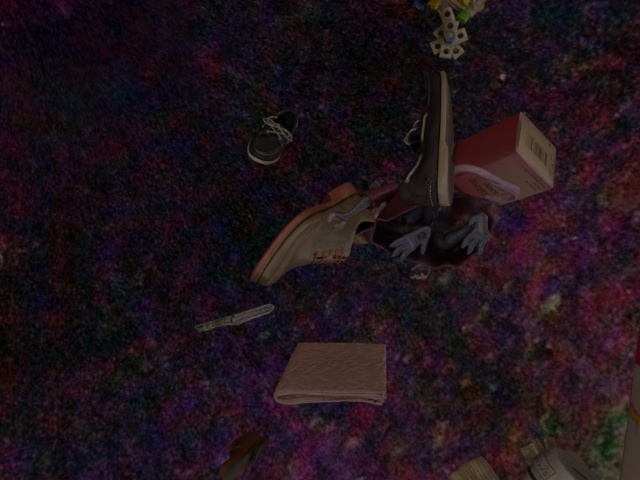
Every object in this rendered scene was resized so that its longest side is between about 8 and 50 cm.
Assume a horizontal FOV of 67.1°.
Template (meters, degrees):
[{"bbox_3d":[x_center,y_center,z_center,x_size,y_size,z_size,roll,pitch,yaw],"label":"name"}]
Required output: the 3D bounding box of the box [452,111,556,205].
[{"bbox_3d":[0.411,-0.173,1.149,0.148,0.232,0.127,33,58,-25],"label":"box"}]

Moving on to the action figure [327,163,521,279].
[{"bbox_3d":[0.186,-0.073,1.007,0.248,0.370,0.276,28,104,-11],"label":"action figure"}]

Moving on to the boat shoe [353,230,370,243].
[{"bbox_3d":[0.075,-0.050,1.511,0.089,0.105,0.285,-12,152,20],"label":"boat shoe"}]

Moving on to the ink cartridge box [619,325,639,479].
[{"bbox_3d":[0.577,0.294,0.693,0.131,0.226,0.306,-4,103,-8],"label":"ink cartridge box"}]

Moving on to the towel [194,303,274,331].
[{"bbox_3d":[-0.186,0.170,1.046,0.152,0.023,0.113,-21,173,42],"label":"towel"}]

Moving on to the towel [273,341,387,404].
[{"bbox_3d":[0.046,0.401,1.479,0.316,0.332,0.054,-1,102,9],"label":"towel"}]

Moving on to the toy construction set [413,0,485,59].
[{"bbox_3d":[0.342,-0.616,1.251,0.151,0.215,0.328,-55,174,-3],"label":"toy construction set"}]

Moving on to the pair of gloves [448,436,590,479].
[{"bbox_3d":[0.323,0.388,0.683,0.240,0.204,0.042,-3,138,-26],"label":"pair of gloves"}]

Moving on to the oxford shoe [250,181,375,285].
[{"bbox_3d":[0.000,0.000,1.160,0.397,0.146,0.140,-40,173,-34],"label":"oxford shoe"}]

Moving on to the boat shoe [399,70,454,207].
[{"bbox_3d":[0.134,-0.134,0.613,0.064,0.206,0.075,-4,150,22],"label":"boat shoe"}]

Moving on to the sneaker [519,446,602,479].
[{"bbox_3d":[0.274,0.295,0.415,0.091,0.258,0.094,-53,166,15],"label":"sneaker"}]

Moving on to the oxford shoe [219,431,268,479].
[{"bbox_3d":[-0.220,0.573,1.289,0.076,0.076,0.212,-66,163,7],"label":"oxford shoe"}]

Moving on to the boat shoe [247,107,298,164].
[{"bbox_3d":[-0.118,-0.284,1.292,0.079,0.095,0.254,-55,-178,37],"label":"boat shoe"}]
